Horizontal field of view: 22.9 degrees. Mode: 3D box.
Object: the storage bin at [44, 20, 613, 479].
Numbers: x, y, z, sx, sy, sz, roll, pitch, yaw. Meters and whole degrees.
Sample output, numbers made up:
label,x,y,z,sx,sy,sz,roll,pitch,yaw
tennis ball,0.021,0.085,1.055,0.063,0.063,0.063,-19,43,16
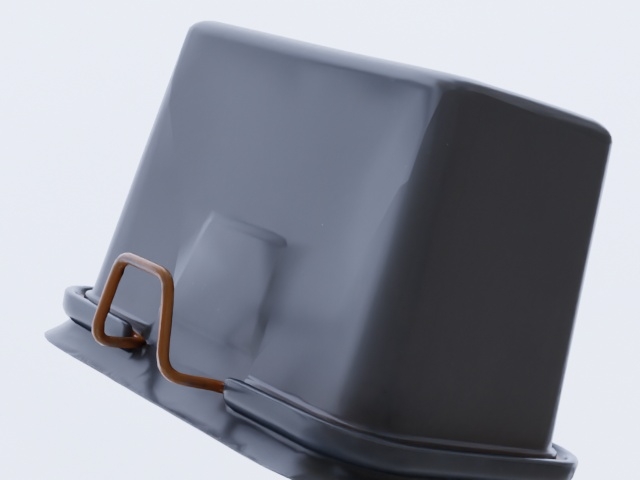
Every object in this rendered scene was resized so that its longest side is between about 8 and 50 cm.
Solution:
label,x,y,z,sx,sy,sz,roll,pitch,yaw
storage bin,0.000,0.000,0.379,0.098,0.135,0.091,12,-85,-40
